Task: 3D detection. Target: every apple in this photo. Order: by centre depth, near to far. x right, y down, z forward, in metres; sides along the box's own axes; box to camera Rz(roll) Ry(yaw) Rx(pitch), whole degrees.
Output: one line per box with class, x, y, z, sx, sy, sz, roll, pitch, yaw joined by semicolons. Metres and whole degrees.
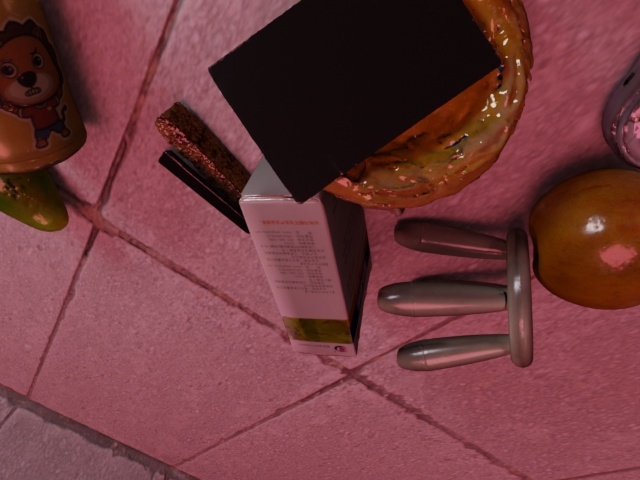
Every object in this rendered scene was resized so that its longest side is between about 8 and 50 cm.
apple;0.346;0.001;0.544;0.155;0.183;0.183;-3;131;30

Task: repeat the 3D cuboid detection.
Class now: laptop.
laptop;-0.175;-0.074;0.702;0.197;0.016;0.135;41;168;-22

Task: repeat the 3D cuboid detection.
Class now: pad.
pad;0.032;-0.168;0.423;0.243;0.004;0.164;-34;92;4

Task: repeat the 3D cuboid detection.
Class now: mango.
mango;-0.553;-0.108;0.778;0.125;0.111;0.233;-23;123;38

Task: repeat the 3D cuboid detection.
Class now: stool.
stool;0.208;0.084;0.651;0.198;0.195;0.195;-3;131;22

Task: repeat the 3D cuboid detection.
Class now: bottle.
bottle;-0.439;-0.269;0.547;0.171;0.172;0.351;12;134;7

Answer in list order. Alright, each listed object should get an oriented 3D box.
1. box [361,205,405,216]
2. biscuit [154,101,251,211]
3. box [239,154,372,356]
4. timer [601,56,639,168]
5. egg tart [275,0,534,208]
box;0.085;-0.102;0.596;0.062;0.089;0.122;4;133;30
biscuit;-0.165;-0.122;0.670;0.034;0.064;0.199;-26;121;29
box;0.000;0.000;0.634;0.106;0.200;0.300;-1;131;17
timer;0.432;-0.145;0.454;0.208;0.069;0.191;20;132;1
egg tart;0.082;-0.173;0.476;0.290;0.107;0.291;0;94;1
